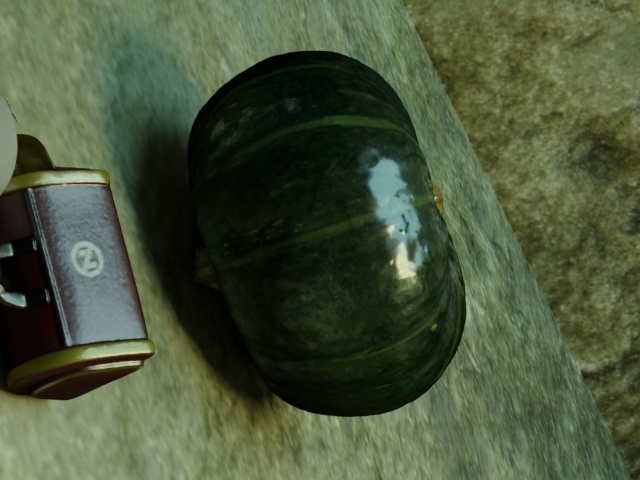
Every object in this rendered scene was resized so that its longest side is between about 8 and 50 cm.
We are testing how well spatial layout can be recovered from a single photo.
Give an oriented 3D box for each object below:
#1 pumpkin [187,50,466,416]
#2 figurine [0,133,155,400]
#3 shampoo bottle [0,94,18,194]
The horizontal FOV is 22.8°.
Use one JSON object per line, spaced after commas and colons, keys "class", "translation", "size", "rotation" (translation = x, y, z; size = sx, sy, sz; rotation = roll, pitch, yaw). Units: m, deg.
{"class": "pumpkin", "translation": [0.000, 0.000, 1.269], "size": [0.300, 0.207, 0.300], "rotation": [-21, 90, -89]}
{"class": "figurine", "translation": [-0.170, 0.013, 0.917], "size": [0.098, 0.082, 0.154], "rotation": [0, 69, -53]}
{"class": "shampoo bottle", "translation": [-0.218, -0.034, 0.747], "size": [0.303, 0.092, 0.092], "rotation": [-45, 114, -73]}
